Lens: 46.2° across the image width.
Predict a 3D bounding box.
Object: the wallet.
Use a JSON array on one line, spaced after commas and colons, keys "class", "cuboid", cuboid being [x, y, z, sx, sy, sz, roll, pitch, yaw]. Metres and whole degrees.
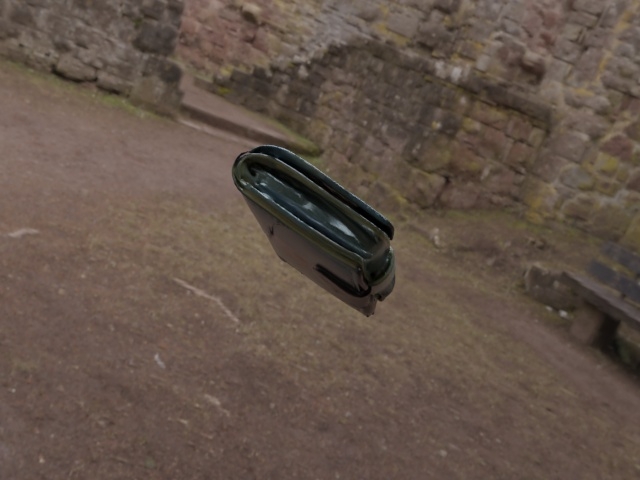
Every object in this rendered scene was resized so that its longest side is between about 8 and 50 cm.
[{"class": "wallet", "cuboid": [0.000, 0.000, 0.827, 0.176, 0.075, 0.250, 34, -10, 13]}]
